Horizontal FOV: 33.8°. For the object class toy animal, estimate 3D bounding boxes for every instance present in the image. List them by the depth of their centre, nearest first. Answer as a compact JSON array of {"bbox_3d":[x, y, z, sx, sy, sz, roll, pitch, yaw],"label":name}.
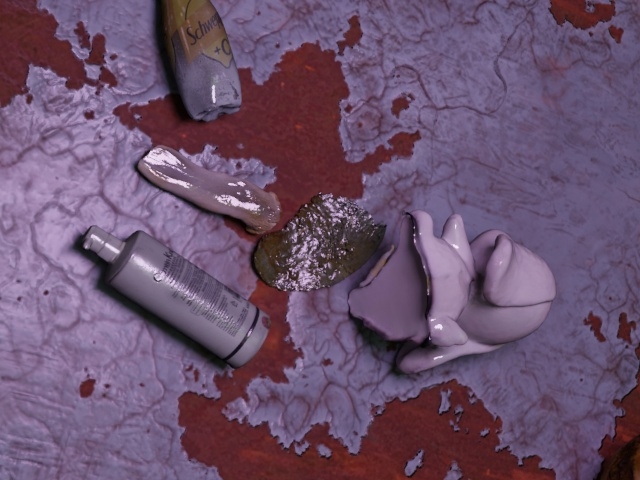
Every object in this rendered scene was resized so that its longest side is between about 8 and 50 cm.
[{"bbox_3d":[0.201,0.069,1.460,0.289,0.249,0.174,-16,60,-18],"label":"toy animal"}]

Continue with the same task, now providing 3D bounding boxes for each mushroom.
[{"bbox_3d":[-0.148,-0.068,1.401,0.202,0.054,0.059,23,70,-18],"label":"mushroom"}]

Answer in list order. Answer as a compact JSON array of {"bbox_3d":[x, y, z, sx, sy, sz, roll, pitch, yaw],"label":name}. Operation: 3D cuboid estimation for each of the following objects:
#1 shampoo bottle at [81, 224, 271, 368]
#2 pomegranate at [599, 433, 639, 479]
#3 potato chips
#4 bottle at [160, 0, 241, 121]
[{"bbox_3d":[-0.189,0.063,1.346,0.262,0.085,0.085,36,71,-19],"label":"shampoo bottle"},{"bbox_3d":[0.569,0.414,1.573,0.322,0.322,0.322,2,85,-26],"label":"pomegranate"},{"bbox_3d":[0.000,0.000,1.479,0.209,0.026,0.142,3,82,-26],"label":"potato chips"},{"bbox_3d":[-0.173,-0.291,1.386,0.083,0.083,0.269,-16,85,-27],"label":"bottle"}]
